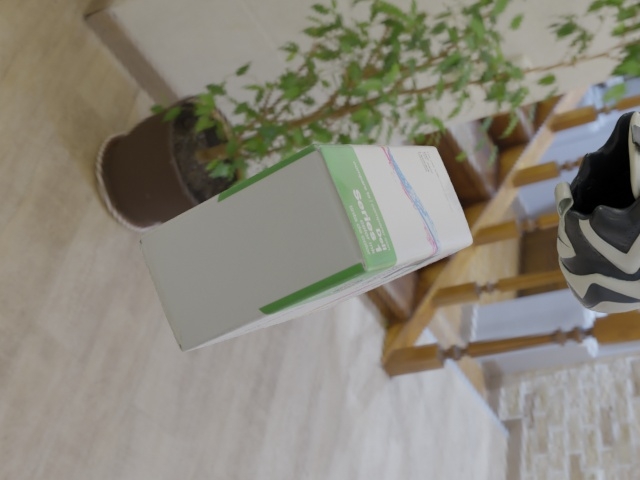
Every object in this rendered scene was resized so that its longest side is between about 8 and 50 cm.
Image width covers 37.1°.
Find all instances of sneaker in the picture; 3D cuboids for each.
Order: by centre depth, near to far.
[{"bbox_3d":[0.281,-0.038,0.698,0.153,0.235,0.094,54,32,-43],"label":"sneaker"}]

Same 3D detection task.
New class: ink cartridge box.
[{"bbox_3d":[0.000,0.000,0.911,0.278,0.201,0.117,-10,76,-63],"label":"ink cartridge box"}]
